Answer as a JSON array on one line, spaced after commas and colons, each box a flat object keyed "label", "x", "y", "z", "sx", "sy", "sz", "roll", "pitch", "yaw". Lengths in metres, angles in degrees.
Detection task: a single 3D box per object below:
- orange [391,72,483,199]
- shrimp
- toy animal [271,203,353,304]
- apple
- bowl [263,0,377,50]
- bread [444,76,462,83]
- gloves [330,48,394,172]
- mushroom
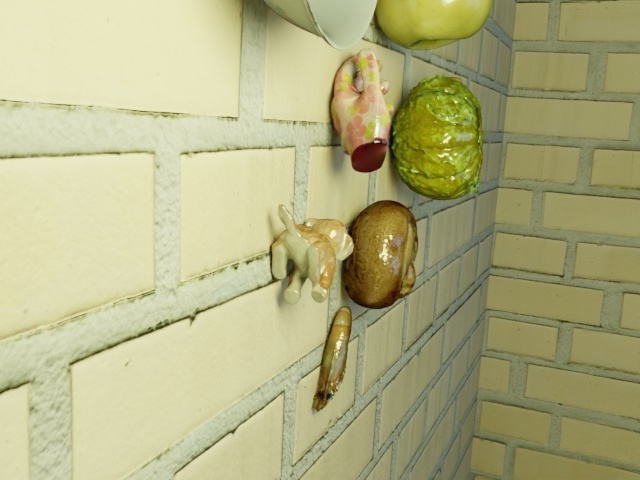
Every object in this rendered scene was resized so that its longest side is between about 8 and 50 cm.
[{"label": "orange", "x": 0.279, "y": -0.247, "z": 1.676, "sx": 0.300, "sy": 0.223, "sz": 0.301, "roll": -66, "pitch": 152, "yaw": -60}, {"label": "shrimp", "x": 0.031, "y": 0.251, "z": 1.463, "sx": 0.133, "sy": 0.053, "sz": 0.236, "roll": 98, "pitch": 5, "yaw": -65}, {"label": "toy animal", "x": -0.010, "y": -0.011, "z": 1.200, "sx": 0.185, "sy": 0.104, "sz": 0.184, "roll": -44, "pitch": 130, "yaw": -50}, {"label": "apple", "x": 0.229, "y": -0.520, "z": 1.444, "sx": 0.262, "sy": 0.262, "sz": 0.263, "roll": 7, "pitch": 90, "yaw": -68}, {"label": "bowl", "x": -0.033, "y": -0.431, "z": 0.926, "sx": 0.345, "sy": 0.157, "sz": 0.346, "roll": 8, "pitch": 90, "yaw": -67}, {"label": "bread", "x": 0.396, "y": -0.414, "z": 2.101, "sx": 0.149, "sy": 0.073, "sz": 0.122, "roll": 74, "pitch": 34, "yaw": -45}, {"label": "gloves", "x": 0.075, "y": -0.256, "z": 1.315, "sx": 0.145, "sy": 0.126, "sz": 0.241, "roll": 46, "pitch": 25, "yaw": -57}, {"label": "mushroom", "x": 0.133, "y": 0.032, "z": 1.485, "sx": 0.253, "sy": 0.153, "sz": 0.253, "roll": 8, "pitch": 90, "yaw": -77}]
